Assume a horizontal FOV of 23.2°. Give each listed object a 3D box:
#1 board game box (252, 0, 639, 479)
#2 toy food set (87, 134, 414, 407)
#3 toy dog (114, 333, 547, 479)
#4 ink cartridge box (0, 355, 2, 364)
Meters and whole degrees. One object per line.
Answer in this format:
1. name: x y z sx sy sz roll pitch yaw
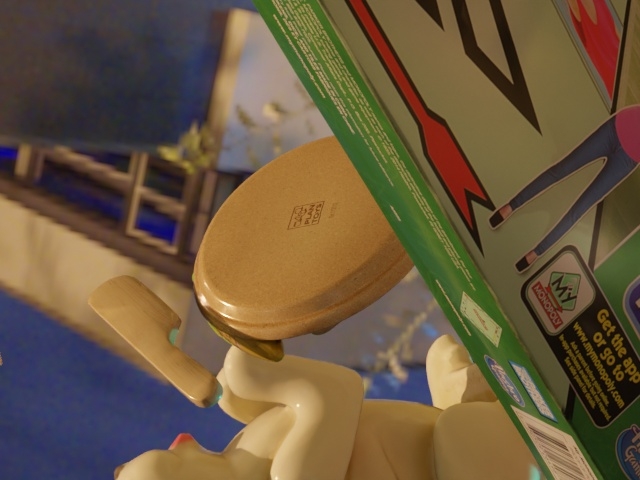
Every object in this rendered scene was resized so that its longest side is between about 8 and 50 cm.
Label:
1. board game box: 0.082 -0.103 0.427 0.317 0.213 0.046 57 164 -26
2. toy food set: 0.000 0.000 0.696 0.132 0.192 0.038 37 164 52
3. toy dog: -0.004 0.264 1.404 0.408 0.395 0.284 -11 180 -14
4. ink cartridge box: -0.473 0.054 1.151 0.279 0.160 0.385 -29 154 19
